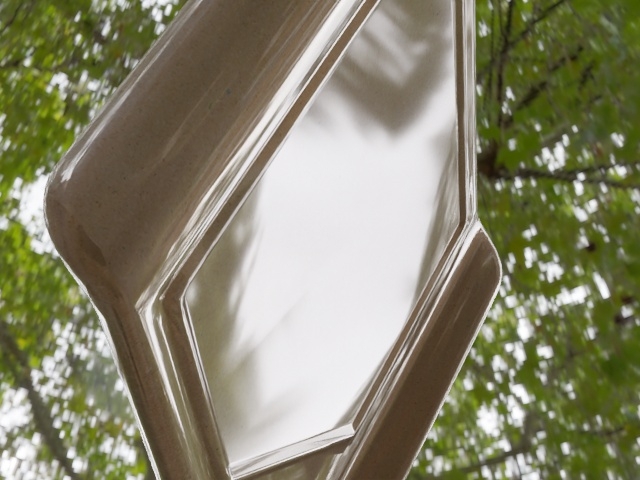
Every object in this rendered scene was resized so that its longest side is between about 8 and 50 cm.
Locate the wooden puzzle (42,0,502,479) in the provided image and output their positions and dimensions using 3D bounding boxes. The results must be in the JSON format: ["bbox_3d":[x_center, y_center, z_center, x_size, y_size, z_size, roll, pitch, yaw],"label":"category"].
[{"bbox_3d":[0.000,0.000,0.444,0.044,0.221,0.239,13,-39,24],"label":"wooden puzzle"}]
